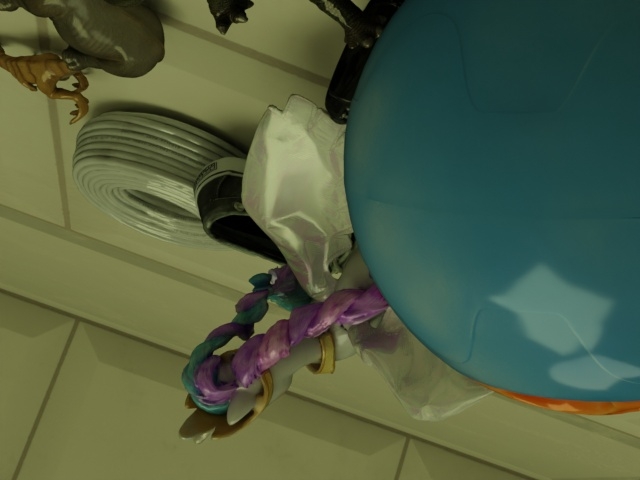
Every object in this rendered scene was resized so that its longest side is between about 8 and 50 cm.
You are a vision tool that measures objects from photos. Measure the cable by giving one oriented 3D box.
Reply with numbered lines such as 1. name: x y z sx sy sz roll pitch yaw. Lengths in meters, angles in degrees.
1. cable: -0.187 -0.071 1.276 0.257 0.089 0.257 11 162 23

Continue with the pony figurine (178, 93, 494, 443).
1. pony figurine: 0.051 0.046 0.971 0.303 0.363 0.351 51 133 15

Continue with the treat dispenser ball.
1. treat dispenser ball: 0.157 -0.044 0.594 0.288 0.288 0.288 17 163 5

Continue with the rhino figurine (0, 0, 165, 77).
1. rhino figurine: -0.227 -0.219 0.881 0.106 0.073 0.243 10 160 38

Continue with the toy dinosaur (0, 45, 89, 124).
1. toy dinosaur: -0.284 -0.179 1.085 0.211 0.064 0.112 5 158 37

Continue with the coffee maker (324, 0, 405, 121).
1. coffee maker: 0.098 -0.107 0.807 0.178 0.120 0.171 24 163 -15

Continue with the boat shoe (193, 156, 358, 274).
1. boat shoe: 0.002 -0.003 1.171 0.306 0.105 0.113 22 122 -30

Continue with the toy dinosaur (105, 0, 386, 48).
1. toy dinosaur: -0.035 -0.214 0.677 0.313 0.121 0.160 13 151 33
